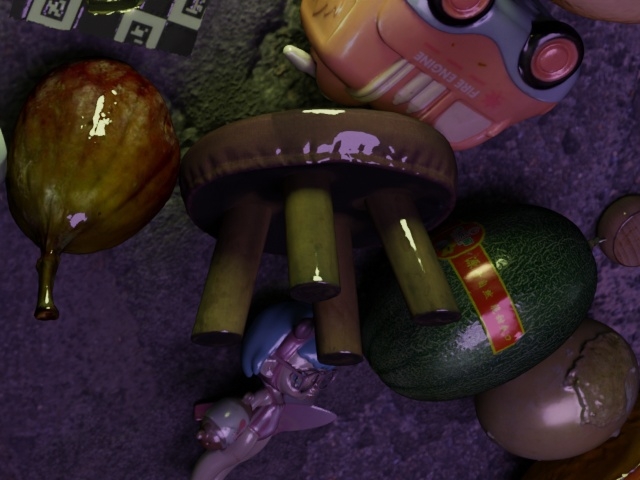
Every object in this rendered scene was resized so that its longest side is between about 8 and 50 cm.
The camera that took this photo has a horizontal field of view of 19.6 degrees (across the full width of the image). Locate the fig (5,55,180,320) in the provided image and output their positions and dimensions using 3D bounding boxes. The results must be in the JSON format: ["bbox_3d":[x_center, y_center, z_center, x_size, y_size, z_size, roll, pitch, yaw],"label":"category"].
[{"bbox_3d":[-0.221,-0.038,1.672,0.145,0.274,0.170,0,135,16],"label":"fig"}]

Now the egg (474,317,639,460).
[{"bbox_3d":[0.267,0.166,2.076,0.201,0.164,0.164,-20,126,-24],"label":"egg"}]

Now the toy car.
[{"bbox_3d":[0.105,-0.195,1.781,0.270,0.180,0.212,29,113,-35],"label":"toy car"}]

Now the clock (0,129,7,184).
[{"bbox_3d":[-0.401,-0.066,1.611,0.243,0.199,0.146,-22,162,-17],"label":"clock"}]

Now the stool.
[{"bbox_3d":[0.000,0.000,1.761,0.272,0.178,0.272,-3,160,-1],"label":"stool"}]

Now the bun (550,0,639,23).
[{"bbox_3d":[0.236,-0.335,1.724,0.299,0.299,0.165,21,147,-34],"label":"bun"}]

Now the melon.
[{"bbox_3d":[0.175,0.061,1.956,0.287,0.182,0.182,-28,127,-10],"label":"melon"}]

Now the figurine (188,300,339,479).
[{"bbox_3d":[-0.082,0.171,1.936,0.260,0.103,0.205,-55,152,17],"label":"figurine"}]

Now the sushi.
[{"bbox_3d":[-0.175,-0.288,1.656,0.192,0.050,0.215,10,109,-34],"label":"sushi"}]

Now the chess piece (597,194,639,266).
[{"bbox_3d":[0.354,-0.011,2.093,0.083,0.038,0.084,-11,120,-20],"label":"chess piece"}]

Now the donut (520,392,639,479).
[{"bbox_3d":[0.374,0.390,2.269,0.377,0.163,0.435,-43,130,4],"label":"donut"}]
